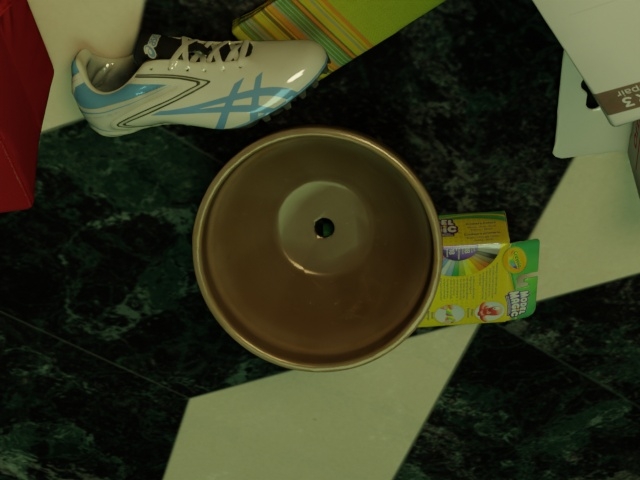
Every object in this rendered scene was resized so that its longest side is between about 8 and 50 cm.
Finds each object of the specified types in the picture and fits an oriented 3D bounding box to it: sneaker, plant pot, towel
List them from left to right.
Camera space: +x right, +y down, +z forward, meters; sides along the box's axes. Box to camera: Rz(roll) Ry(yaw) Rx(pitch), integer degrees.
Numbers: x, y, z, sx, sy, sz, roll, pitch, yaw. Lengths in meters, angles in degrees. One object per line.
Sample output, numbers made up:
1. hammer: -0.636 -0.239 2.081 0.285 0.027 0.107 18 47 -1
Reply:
1. sneaker: -0.110 -0.145 1.141 0.237 0.085 0.086 -7 131 16
2. plant pot: 0.000 0.000 1.268 0.237 0.110 0.237 1 103 4
3. towel: 0.042 -0.217 1.137 0.237 0.021 0.102 -29 135 25

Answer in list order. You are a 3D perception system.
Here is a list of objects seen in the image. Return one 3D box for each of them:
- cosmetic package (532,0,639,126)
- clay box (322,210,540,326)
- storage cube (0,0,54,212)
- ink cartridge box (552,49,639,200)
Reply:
1. cosmetic package: 0.244 -0.276 0.797 0.217 0.385 0.156 -18 135 28
2. clay box: 0.117 0.034 1.386 0.222 0.053 0.127 -4 136 1
3. storage cube: -0.341 -0.141 1.074 0.215 0.183 0.193 -7 138 4
4. ink cartridge box: 0.402 -0.120 1.188 0.353 0.119 0.207 -4 138 1
